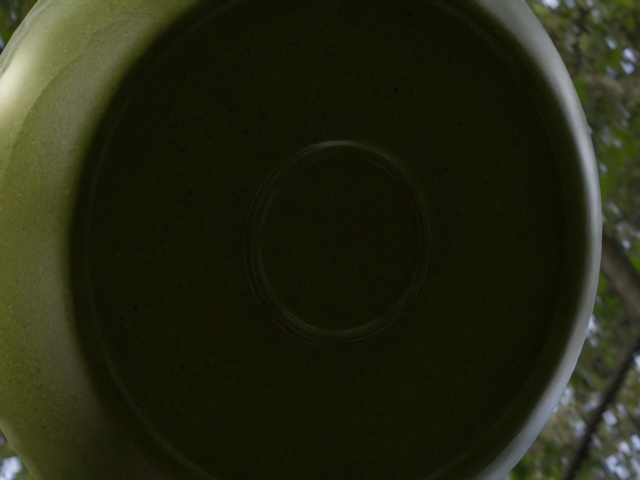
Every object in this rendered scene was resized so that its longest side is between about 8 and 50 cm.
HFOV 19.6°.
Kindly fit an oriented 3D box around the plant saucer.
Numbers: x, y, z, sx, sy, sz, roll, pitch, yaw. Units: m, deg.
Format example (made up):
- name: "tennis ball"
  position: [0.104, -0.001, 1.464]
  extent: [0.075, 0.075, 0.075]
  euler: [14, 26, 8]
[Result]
- name: "plant saucer"
  position: [0.000, 0.000, 0.617]
  extent: [0.241, 0.037, 0.241]
  euler: [-2, -86, -24]
